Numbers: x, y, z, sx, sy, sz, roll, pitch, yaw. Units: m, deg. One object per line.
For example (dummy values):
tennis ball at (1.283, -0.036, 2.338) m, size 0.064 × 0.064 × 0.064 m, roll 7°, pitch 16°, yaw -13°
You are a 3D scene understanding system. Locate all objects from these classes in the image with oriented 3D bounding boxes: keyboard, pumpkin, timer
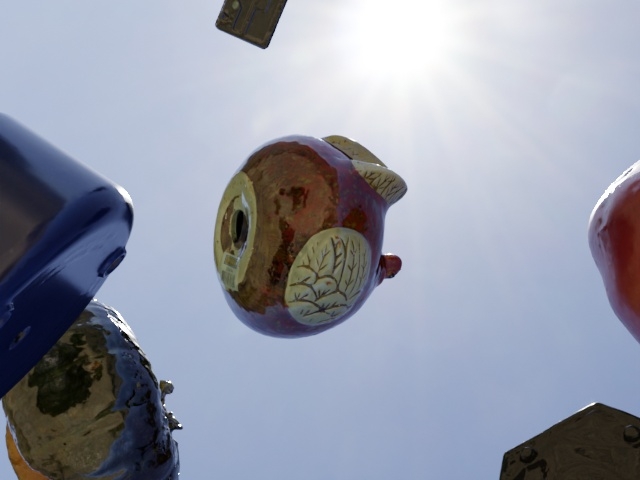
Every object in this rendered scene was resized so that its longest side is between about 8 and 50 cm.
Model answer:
keyboard at (-0.040, -0.247, 1.159) m, size 0.010 × 0.053 × 0.155 m, roll -103°, pitch -143°, yaw -78°
pumpkin at (-0.213, 0.165, 1.236) m, size 0.238 × 0.159 × 0.238 m, roll 165°, pitch -90°, yaw -71°
timer at (-0.362, -0.050, 1.006) m, size 0.270 × 0.383 × 0.270 m, roll -48°, pitch 176°, yaw -5°

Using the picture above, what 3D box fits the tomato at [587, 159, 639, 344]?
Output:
tomato at (0.458, 0.002, 1.402) m, size 0.293 × 0.325 × 0.290 m, roll 54°, pitch -41°, yaw 9°

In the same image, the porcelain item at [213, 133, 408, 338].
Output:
porcelain item at (0.000, 0.000, 1.550) m, size 0.253 × 0.253 × 0.253 m, roll -26°, pitch -129°, yaw 38°

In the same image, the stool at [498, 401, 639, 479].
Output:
stool at (0.291, 0.290, 1.350) m, size 0.232 × 0.141 × 0.232 m, roll -19°, pitch -140°, yaw 17°
